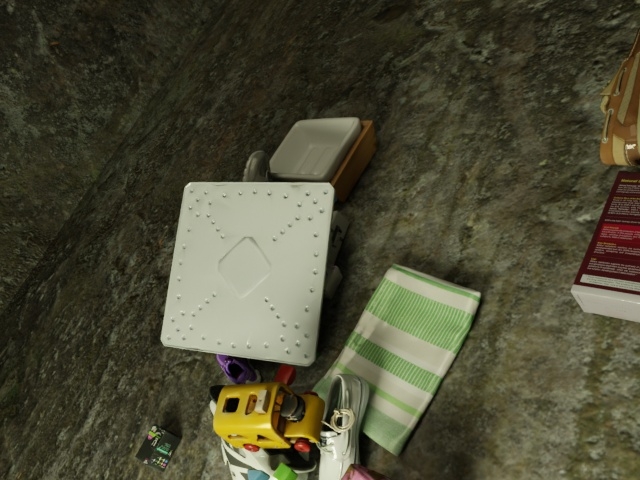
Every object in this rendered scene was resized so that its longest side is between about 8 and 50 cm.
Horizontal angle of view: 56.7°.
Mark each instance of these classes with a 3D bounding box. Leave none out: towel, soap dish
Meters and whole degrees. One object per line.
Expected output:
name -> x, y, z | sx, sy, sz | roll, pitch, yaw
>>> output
towel -> 0.140, 0.205, 1.124 | 0.248, 0.038, 0.325 | 18, 69, 50
soap dish -> -0.001, -0.214, 1.595 | 0.291, 0.118, 0.229 | 11, 64, 49

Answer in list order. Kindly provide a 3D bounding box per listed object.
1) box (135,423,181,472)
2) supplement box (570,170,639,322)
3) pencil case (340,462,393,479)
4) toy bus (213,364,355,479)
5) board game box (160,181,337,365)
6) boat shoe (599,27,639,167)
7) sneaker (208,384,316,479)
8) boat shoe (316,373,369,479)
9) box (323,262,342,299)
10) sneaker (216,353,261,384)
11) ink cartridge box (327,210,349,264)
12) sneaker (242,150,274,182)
box -> -0.372, 0.476, 1.361 | 0.062, 0.052, 0.083 | 5, 61, 49
supplement box -> 0.501, 0.006, 0.924 | 0.130, 0.073, 0.239 | 10, 64, 48
pencil case -> 0.019, 0.516, 0.845 | 0.386, 0.167, 0.160 | -56, 15, -12
toy bus -> -0.080, 0.290, 0.996 | 0.202, 0.104, 0.191 | -43, 43, -8
board game box -> -0.161, 0.063, 1.338 | 0.389, 0.050, 0.390 | 3, 80, 23
boat shoe -> 0.571, -0.269, 1.081 | 0.120, 0.122, 0.324 | -8, 50, 44
sneaker -> -0.143, 0.399, 1.138 | 0.330, 0.122, 0.146 | 32, 107, 53
boat shoe -> 0.023, 0.344, 1.038 | 0.083, 0.075, 0.226 | -10, 63, 44
box -> -0.105, 0.046, 1.390 | 0.324, 0.063, 0.067 | 21, 70, 25
sneaker -> -0.196, 0.283, 1.355 | 0.068, 0.071, 0.170 | -53, 36, -9
ink cartridge box -> 0.000, 0.000, 1.442 | 0.099, 0.056, 0.135 | -7, 52, 42
sneaker -> -0.128, -0.097, 1.560 | 0.115, 0.105, 0.281 | -5, 95, 21
